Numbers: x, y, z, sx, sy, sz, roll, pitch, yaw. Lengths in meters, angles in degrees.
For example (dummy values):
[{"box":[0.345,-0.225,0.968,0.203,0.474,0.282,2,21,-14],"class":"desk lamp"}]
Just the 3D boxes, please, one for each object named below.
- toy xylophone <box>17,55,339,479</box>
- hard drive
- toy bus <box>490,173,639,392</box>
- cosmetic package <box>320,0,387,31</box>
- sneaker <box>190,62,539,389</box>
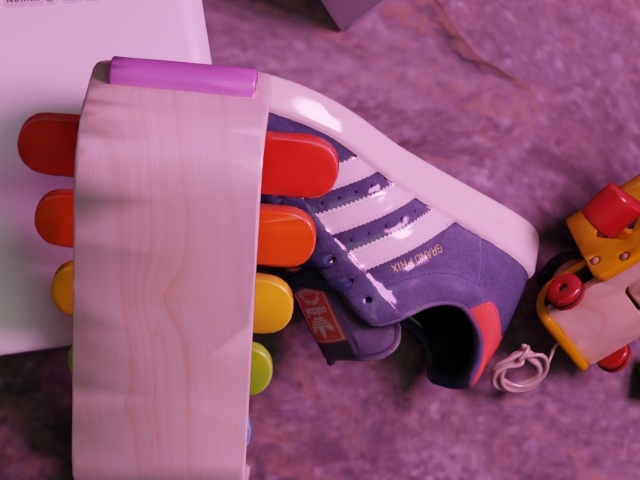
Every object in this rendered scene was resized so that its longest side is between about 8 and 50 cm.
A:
[{"box":[-0.126,0.035,1.175,0.236,0.081,0.322,12,115,-3],"class":"toy xylophone"},{"box":[-0.189,-0.100,1.277,0.233,0.047,0.353,-7,84,-19],"class":"hard drive"},{"box":[0.230,0.015,1.362,0.202,0.191,0.104,4,38,-18],"class":"toy bus"},{"box":[0.051,-0.317,1.336,0.224,0.138,0.224,-39,96,-18],"class":"cosmetic package"},{"box":[0.000,0.000,1.251,0.350,0.131,0.148,26,74,-26],"class":"sneaker"}]
